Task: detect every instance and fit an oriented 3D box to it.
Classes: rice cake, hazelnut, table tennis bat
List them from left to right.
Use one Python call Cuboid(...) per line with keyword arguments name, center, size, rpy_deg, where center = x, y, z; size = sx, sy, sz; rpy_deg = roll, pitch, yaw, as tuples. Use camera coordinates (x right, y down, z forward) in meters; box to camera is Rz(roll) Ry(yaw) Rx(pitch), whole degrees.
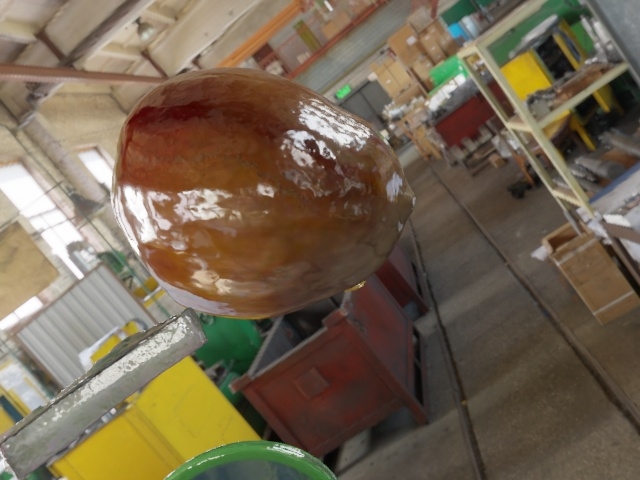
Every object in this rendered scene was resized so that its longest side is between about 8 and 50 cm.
Cuboid(name="rice cake", center=(-0.186, 0.129, 0.542), size=(0.206, 0.047, 0.036), rpy_deg=(-38, 19, -33))
Cuboid(name="table tennis bat", center=(-0.096, 0.245, 0.446), size=(0.257, 0.160, 0.039), rpy_deg=(-24, 10, -2))
Cuboid(name="hazelnut", center=(-0.075, -0.059, 0.778), size=(0.366, 0.366, 0.366), rpy_deg=(-38, 8, 6))

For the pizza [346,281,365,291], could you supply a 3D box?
Cuboid(name="pizza", center=(0.000, 0.000, 1.273), size=(0.073, 0.182, 0.365), rpy_deg=(-6, 18, -22))
